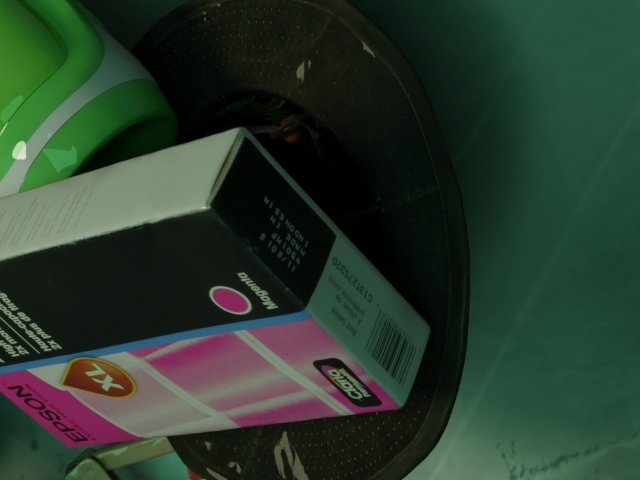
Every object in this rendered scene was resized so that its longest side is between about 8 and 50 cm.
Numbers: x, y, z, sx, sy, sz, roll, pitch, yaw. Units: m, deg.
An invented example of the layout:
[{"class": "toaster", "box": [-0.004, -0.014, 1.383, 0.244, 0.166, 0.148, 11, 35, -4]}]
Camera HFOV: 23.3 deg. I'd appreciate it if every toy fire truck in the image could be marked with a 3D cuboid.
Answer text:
[{"class": "toy fire truck", "box": [-0.152, 0.199, 1.140, 0.192, 0.047, 0.135, -2, 109, -4]}]

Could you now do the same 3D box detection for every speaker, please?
[{"class": "speaker", "box": [-0.229, -0.134, 0.986, 0.296, 0.131, 0.131, 43, 113, 16]}]

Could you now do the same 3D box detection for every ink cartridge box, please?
[{"class": "ink cartridge box", "box": [-0.131, 0.045, 0.925, 0.370, 0.069, 0.176, -10, 134, 42]}]

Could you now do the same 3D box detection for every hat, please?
[{"class": "hat", "box": [0.000, 0.000, 1.001, 0.331, 0.134, 0.331, 5, 98, 38]}]
